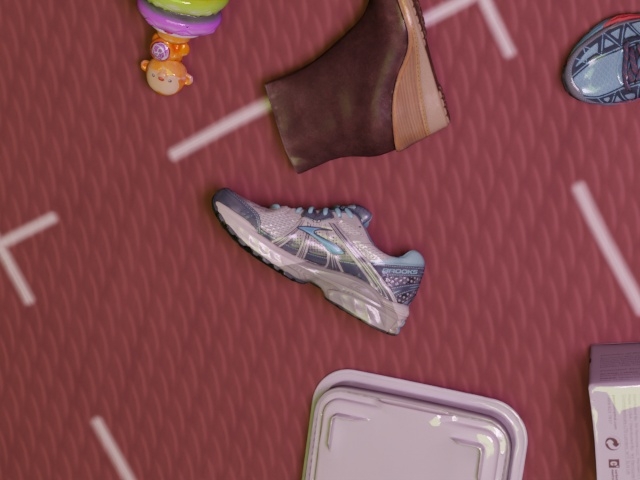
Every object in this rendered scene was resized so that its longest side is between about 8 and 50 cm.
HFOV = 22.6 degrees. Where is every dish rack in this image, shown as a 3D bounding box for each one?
[{"bbox_3d":[0.099,0.345,2.014,0.285,0.072,0.333,11,101,17],"label":"dish rack"}]

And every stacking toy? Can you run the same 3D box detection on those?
[{"bbox_3d":[-0.165,-0.308,1.927,0.175,0.166,0.302,18,118,2],"label":"stacking toy"}]

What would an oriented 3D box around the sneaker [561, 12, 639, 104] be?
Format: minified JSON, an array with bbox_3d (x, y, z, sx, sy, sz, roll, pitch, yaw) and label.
[{"bbox_3d":[0.402,-0.220,1.836,0.261,0.125,0.104,-15,97,13],"label":"sneaker"}]

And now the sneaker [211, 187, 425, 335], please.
[{"bbox_3d":[0.000,0.000,1.979,0.283,0.110,0.122,31,87,1],"label":"sneaker"}]

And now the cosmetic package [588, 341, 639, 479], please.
[{"bbox_3d":[0.397,0.212,1.890,0.151,0.184,0.151,-3,100,10],"label":"cosmetic package"}]

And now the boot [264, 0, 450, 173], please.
[{"bbox_3d":[0.029,-0.215,1.922,0.206,0.090,0.248,-14,102,11],"label":"boot"}]
